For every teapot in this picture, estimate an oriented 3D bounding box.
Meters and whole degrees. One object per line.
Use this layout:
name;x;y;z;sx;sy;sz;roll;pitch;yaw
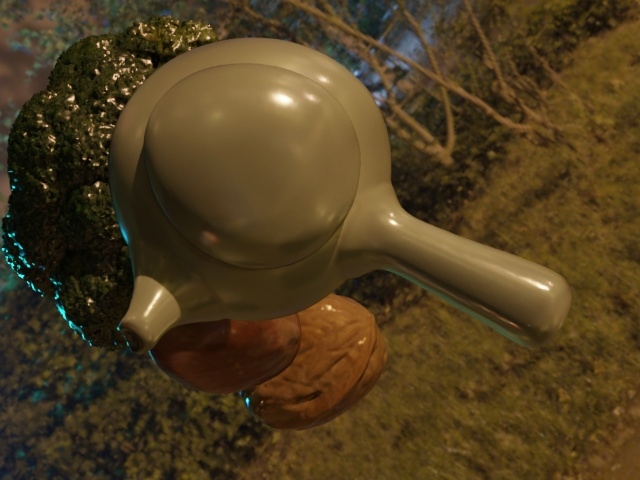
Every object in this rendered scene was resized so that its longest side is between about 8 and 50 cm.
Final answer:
teapot;0.007;-0.038;0.568;0.149;0.318;0.220;-151;61;-87

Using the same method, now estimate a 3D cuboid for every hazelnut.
hazelnut;-0.124;0.114;1.055;0.214;0.214;0.177;168;110;-78

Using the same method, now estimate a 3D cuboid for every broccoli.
broccoli;-0.173;-0.053;0.805;0.321;0.283;0.304;-52;44;24

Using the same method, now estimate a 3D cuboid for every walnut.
walnut;-0.017;0.195;1.298;0.261;0.225;0.225;-36;13;16
